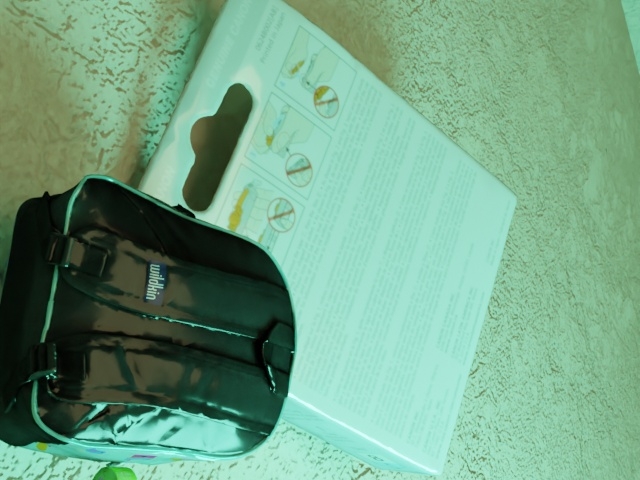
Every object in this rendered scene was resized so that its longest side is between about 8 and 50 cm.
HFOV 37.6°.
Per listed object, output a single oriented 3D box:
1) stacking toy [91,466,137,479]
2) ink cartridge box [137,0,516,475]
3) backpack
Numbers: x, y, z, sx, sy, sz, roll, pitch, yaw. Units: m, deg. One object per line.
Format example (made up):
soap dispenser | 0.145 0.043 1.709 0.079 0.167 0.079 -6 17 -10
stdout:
stacking toy | -0.190 0.217 0.492 0.167 0.052 0.221 24 86 -54
ink cartridge box | 0.000 0.000 0.852 0.385 0.091 0.308 34 65 -30
backpack | -0.113 0.062 0.606 0.188 0.144 0.166 16 69 -34
